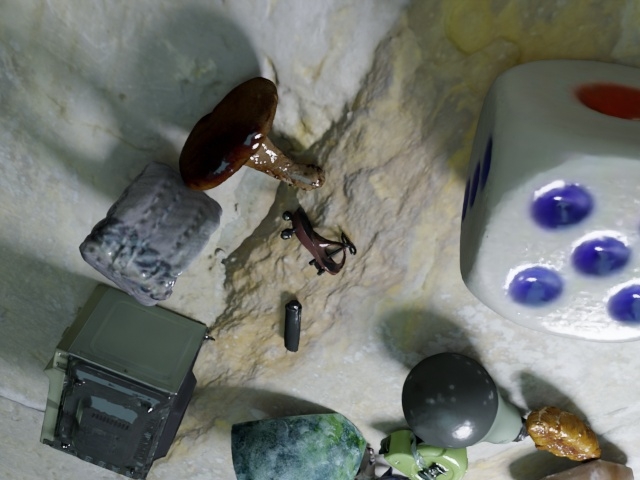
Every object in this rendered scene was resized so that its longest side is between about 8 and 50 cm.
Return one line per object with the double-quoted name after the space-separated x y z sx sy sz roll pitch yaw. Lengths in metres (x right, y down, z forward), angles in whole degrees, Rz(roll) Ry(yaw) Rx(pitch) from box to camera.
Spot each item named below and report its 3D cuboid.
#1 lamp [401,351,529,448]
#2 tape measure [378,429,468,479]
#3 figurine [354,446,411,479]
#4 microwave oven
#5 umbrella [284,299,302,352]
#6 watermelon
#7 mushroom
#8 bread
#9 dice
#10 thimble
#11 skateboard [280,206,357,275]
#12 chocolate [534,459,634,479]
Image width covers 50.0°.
0.281 0.338 1.349 0.182 0.181 0.314 -20 139 26 "lamp"
0.244 0.478 1.501 0.177 0.087 0.154 40 125 -20 "tape measure"
0.102 0.624 1.602 0.175 0.197 0.265 5 138 26 "figurine"
-0.423 0.318 1.455 0.286 0.218 0.355 24 129 -4 "microwave oven"
-0.057 0.171 1.371 0.036 0.031 0.133 10 128 4 "umbrella"
-0.084 0.500 1.538 0.290 0.214 0.319 30 84 -5 "watermelon"
-0.096 -0.127 1.104 0.227 0.148 0.217 -29 132 36 "mushroom"
0.481 0.382 1.371 0.233 0.076 0.105 34 137 -28 "bread"
0.363 -0.057 0.938 0.304 0.277 0.304 7 127 5 "dice"
-0.285 -0.013 1.147 0.157 0.245 0.217 38 107 -16 "thimble"
0.000 0.000 1.213 0.080 0.067 0.151 -30 121 20 "skateboard"
0.537 0.546 1.451 0.157 0.080 0.254 22 137 -33 "chocolate"
